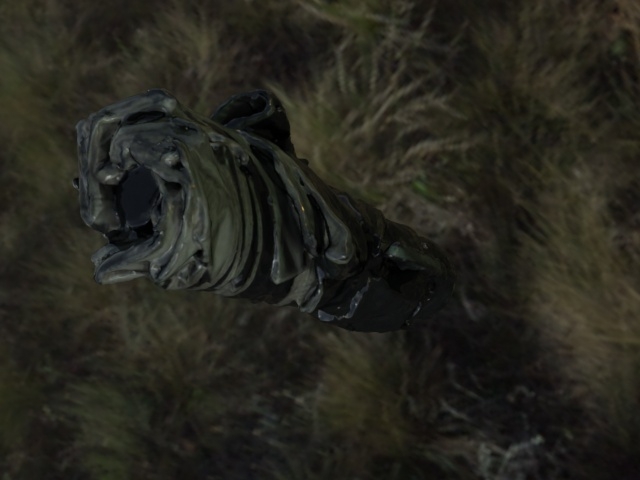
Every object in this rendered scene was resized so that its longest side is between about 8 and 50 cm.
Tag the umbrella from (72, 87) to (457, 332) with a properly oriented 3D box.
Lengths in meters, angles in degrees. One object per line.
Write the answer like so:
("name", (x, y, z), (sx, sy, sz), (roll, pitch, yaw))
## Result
("umbrella", (0.001, -0.006, 0.711), (0.106, 0.358, 0.113), (-27, 68, 23))
